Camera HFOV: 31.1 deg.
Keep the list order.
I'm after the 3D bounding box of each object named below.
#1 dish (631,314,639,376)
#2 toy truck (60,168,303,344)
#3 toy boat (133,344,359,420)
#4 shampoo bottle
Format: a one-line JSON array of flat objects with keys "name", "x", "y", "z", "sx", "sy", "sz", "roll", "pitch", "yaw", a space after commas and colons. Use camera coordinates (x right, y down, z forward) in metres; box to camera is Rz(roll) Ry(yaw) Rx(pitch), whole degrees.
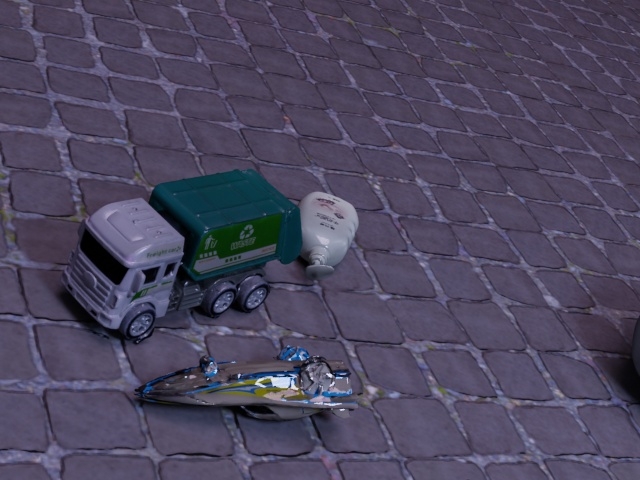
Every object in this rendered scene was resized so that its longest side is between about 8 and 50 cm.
[{"name": "dish", "x": 0.471, "y": 0.152, "z": 1.334, "sx": 0.256, "sy": 0.117, "sz": 0.256, "roll": 18, "pitch": 31, "yaw": -11}, {"name": "toy truck", "x": -0.127, "y": 0.007, "z": 1.146, "sx": 0.114, "sy": 0.124, "sz": 0.253, "roll": 40, "pitch": 32, "yaw": 29}, {"name": "toy boat", "x": -0.067, "y": 0.134, "z": 1.051, "sx": 0.210, "sy": 0.066, "sz": 0.084, "roll": 0, "pitch": 4, "yaw": -20}, {"name": "shampoo bottle", "x": 0.000, "y": 0.000, "z": 1.313, "sx": 0.077, "sy": 0.045, "sz": 0.152, "roll": 22, "pitch": 32, "yaw": -4}]
